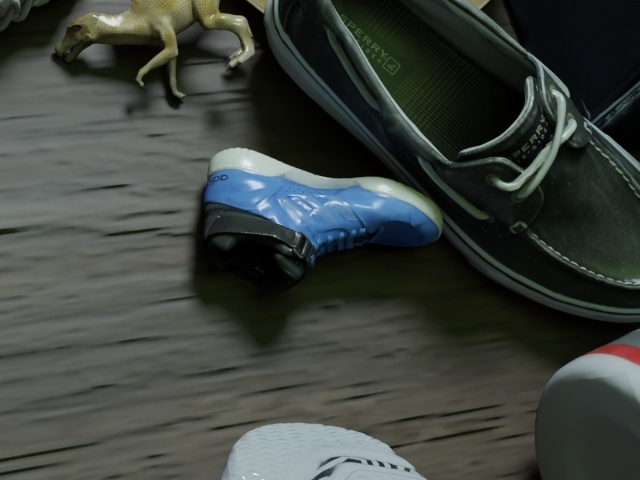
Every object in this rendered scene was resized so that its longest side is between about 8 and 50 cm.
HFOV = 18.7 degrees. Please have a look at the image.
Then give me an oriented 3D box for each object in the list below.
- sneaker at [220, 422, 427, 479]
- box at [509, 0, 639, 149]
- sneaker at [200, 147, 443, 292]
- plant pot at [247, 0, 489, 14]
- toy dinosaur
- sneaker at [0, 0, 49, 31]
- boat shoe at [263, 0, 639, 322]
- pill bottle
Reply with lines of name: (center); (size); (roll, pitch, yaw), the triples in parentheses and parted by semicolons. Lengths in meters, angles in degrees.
sneaker: (0.008, 0.270, 1.042); (0.137, 0.210, 0.366); (4, 31, -22)
box: (0.423, -0.294, 1.270); (0.480, 0.472, 0.297); (-6, 69, -25)
sneaker: (0.000, 0.000, 1.197); (0.152, 0.058, 0.084); (15, 56, -12)
plant pot: (0.027, -0.240, 1.299); (0.236, 0.032, 0.236); (1, 82, -8)
toy dinosaur: (-0.076, -0.152, 1.222); (0.183, 0.053, 0.092); (-37, 103, -16)
sneaker: (-0.194, -0.177, 1.176); (0.118, 0.110, 0.292); (33, 59, -17)
boat shoe: (0.105, -0.061, 1.216); (0.335, 0.119, 0.121); (35, 81, -7)
pill bottle: (0.289, 0.101, 1.217); (0.283, 0.161, 0.161); (-22, 77, -30)
